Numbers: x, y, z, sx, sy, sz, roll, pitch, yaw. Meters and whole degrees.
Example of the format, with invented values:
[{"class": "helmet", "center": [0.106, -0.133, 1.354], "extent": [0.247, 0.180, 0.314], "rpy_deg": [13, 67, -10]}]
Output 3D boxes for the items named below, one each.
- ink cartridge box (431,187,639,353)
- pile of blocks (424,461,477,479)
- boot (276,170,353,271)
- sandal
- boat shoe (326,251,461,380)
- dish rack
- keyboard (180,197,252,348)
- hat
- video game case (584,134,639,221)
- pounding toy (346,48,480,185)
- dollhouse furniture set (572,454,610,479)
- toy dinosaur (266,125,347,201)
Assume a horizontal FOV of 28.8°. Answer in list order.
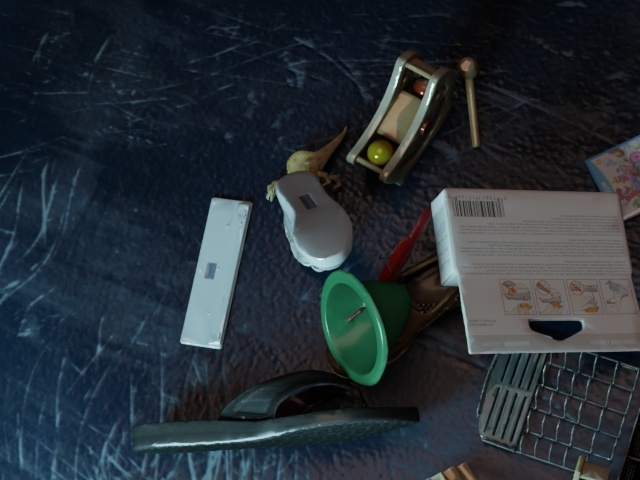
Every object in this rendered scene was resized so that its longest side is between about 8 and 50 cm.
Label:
[{"class": "ink cartridge box", "center": [0.326, 0.052, 1.868], "extent": [0.296, 0.066, 0.261], "rpy_deg": [1, 68, -17]}, {"class": "pile of blocks", "center": [0.206, 0.497, 1.794], "extent": [0.149, 0.112, 0.362], "rpy_deg": [-8, 71, 9]}, {"class": "boot", "center": [0.000, 0.000, 1.939], "extent": [0.095, 0.123, 0.258], "rpy_deg": [-17, 34, -4]}, {"class": "sandal", "center": [-0.075, 0.257, 1.896], "extent": [0.446, 0.167, 0.107], "rpy_deg": [-6, 76, 10]}, {"class": "boat shoe", "center": [0.129, 0.098, 1.941], "extent": [0.307, 0.104, 0.110], "rpy_deg": [-39, 70, -2]}, {"class": "dish rack", "center": [0.376, 0.246, 1.862], "extent": [0.272, 0.074, 0.208], "rpy_deg": [17, 76, 16]}, {"class": "keyboard", "center": [-0.172, 0.052, 2.068], "extent": [0.072, 0.014, 0.256], "rpy_deg": [6, 73, 18]}, {"class": "hat", "center": [0.121, 0.097, 1.875], "extent": [0.184, 0.208, 0.173], "rpy_deg": [-17, 47, -29]}, {"class": "video game case", "center": [0.520, -0.111, 1.978], "extent": [0.166, 0.015, 0.119], "rpy_deg": [-25, 70, 3]}, {"class": "pounding toy", "center": [0.176, -0.200, 2.001], "extent": [0.155, 0.154, 0.269], "rpy_deg": [31, 81, 19]}, {"class": "dollhouse furniture set", "center": [0.324, 0.412, 1.730], "extent": [0.101, 0.161, 0.182], "rpy_deg": [14, 36, 15]}, {"class": "toy dinosaur", "center": [-0.010, -0.118, 2.067], "extent": [0.183, 0.053, 0.092], "rpy_deg": [-39, 68, -3]}]
